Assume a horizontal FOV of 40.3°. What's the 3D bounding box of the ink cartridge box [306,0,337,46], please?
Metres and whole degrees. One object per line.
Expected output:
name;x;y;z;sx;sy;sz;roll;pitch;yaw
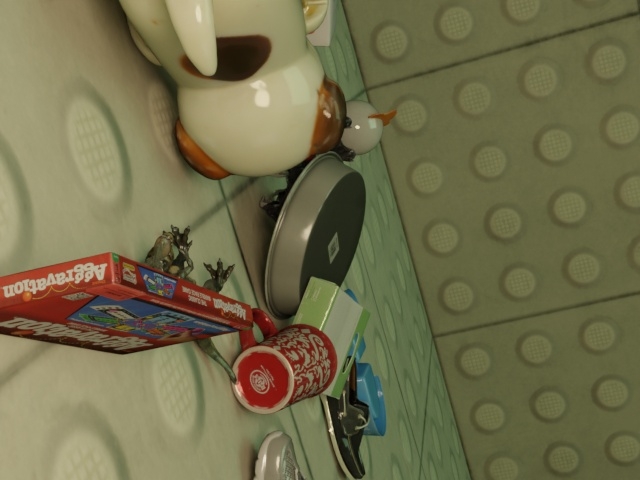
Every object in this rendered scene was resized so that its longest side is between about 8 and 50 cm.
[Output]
ink cartridge box;-0.086;-0.455;1.301;0.131;0.226;0.307;-78;169;-63

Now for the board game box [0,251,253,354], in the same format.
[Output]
board game box;-0.171;0.062;0.737;0.281;0.145;0.027;37;44;-70

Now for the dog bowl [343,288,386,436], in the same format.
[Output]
dog bowl;0.057;0.246;1.716;0.166;0.074;0.298;-40;117;-76

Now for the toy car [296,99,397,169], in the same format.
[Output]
toy car;0.049;-0.219;1.796;0.210;0.237;0.219;24;54;-75

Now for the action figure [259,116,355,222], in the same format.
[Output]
action figure;-0.042;-0.108;1.531;0.276;0.140;0.164;-60;150;-34

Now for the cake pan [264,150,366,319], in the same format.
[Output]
cake pan;0.000;0.000;1.443;0.293;0.054;0.293;-53;153;-42

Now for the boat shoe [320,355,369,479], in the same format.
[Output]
boat shoe;0.053;0.328;1.603;0.084;0.079;0.233;-10;88;-79

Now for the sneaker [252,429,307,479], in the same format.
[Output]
sneaker;-0.012;0.384;1.158;0.105;0.115;0.282;-31;107;-77

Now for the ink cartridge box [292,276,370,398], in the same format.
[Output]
ink cartridge box;0.008;0.168;1.449;0.235;0.056;0.171;44;66;-70

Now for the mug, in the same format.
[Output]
mug;-0.069;0.176;1.231;0.113;0.150;0.169;-68;165;8

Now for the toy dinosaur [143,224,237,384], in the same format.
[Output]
toy dinosaur;-0.151;0.057;1.040;0.268;0.064;0.118;65;23;-48

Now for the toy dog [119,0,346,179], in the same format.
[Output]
toy dog;-0.096;-0.262;1.065;0.408;0.284;0.396;73;-5;-48
